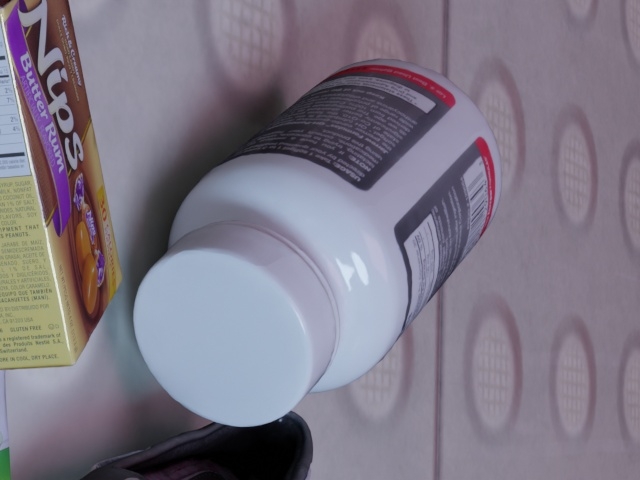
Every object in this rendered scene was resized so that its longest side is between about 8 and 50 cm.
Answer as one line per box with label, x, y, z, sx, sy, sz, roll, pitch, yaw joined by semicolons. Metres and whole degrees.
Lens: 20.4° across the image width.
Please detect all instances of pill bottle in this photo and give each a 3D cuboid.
pill bottle;0.000;0.000;1.269;0.318;0.176;0.176;-45;127;-55

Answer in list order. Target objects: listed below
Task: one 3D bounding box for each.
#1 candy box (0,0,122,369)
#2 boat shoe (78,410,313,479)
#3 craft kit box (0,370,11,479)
candy box;-0.151;-0.041;0.901;0.109;0.053;0.187;-71;156;-67
boat shoe;-0.091;0.165;1.108;0.095;0.112;0.335;-56;168;13
craft kit box;-0.253;0.050;0.908;0.250;0.061;0.247;-1;86;-63
